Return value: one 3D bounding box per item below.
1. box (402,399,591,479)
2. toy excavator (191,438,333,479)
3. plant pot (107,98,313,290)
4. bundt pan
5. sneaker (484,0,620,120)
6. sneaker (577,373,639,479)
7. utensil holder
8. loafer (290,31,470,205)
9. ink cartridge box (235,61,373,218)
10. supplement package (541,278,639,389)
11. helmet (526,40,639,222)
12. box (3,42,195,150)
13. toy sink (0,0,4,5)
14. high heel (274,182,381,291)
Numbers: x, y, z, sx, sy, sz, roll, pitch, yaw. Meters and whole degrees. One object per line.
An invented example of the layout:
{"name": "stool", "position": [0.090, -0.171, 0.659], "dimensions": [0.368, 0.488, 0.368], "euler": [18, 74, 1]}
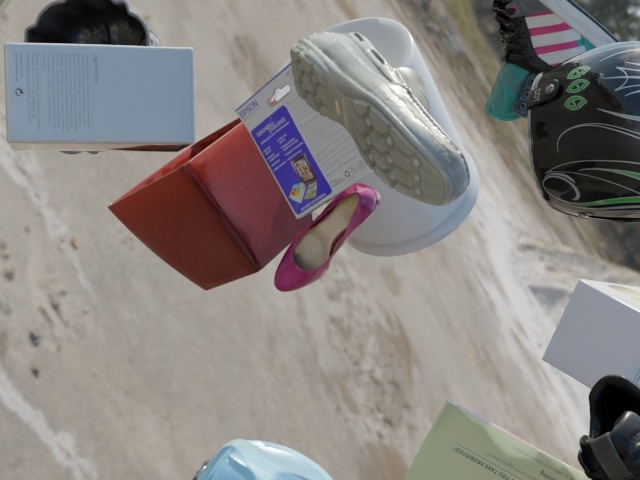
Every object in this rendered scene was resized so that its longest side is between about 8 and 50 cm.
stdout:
{"name": "box", "position": [0.186, 0.339, 1.089], "dimensions": [0.213, 0.243, 0.117], "euler": [24, -11, 36]}
{"name": "toy excavator", "position": [-0.089, 0.326, 1.009], "dimensions": [0.222, 0.445, 0.433], "euler": [28, 41, 9]}
{"name": "plant pot", "position": [-0.174, -0.064, 1.822], "dimensions": [0.267, 0.267, 0.236], "euler": [-44, 106, -41]}
{"name": "bundt pan", "position": [-0.449, -0.331, 2.009], "dimensions": [0.331, 0.331, 0.124], "euler": [61, 17, 10]}
{"name": "sneaker", "position": [0.265, -0.252, 1.322], "dimensions": [0.295, 0.178, 0.124], "euler": [36, 14, -12]}
{"name": "sneaker", "position": [0.291, 0.238, 0.900], "dimensions": [0.146, 0.102, 0.293], "euler": [48, 26, -25]}
{"name": "utensil holder", "position": [0.112, -0.207, 2.020], "dimensions": [0.385, 0.327, 0.328], "euler": [57, 12, -43]}
{"name": "loafer", "position": [0.078, -0.153, 1.119], "dimensions": [0.319, 0.111, 0.112], "euler": [51, -22, 40]}
{"name": "ink cartridge box", "position": [-0.015, -0.166, 1.542], "dimensions": [0.045, 0.206, 0.208], "euler": [-30, 89, -45]}
{"name": "supplement package", "position": [0.462, 0.150, 1.456], "dimensions": [0.244, 0.134, 0.139], "euler": [8, 19, -48]}
{"name": "helmet", "position": [0.280, -0.096, 0.884], "dimensions": [0.169, 0.161, 0.169], "euler": [5, 85, -61]}
{"name": "box", "position": [-0.213, -0.134, 0.956], "dimensions": [0.130, 0.170, 0.091], "euler": [-176, -95, -76]}
{"name": "toy sink", "position": [-0.653, -0.456, 1.804], "dimensions": [0.153, 0.234, 0.131], "euler": [39, 29, -18]}
{"name": "high heel", "position": [0.000, 0.000, 1.629], "dimensions": [0.082, 0.244, 0.117], "euler": [54, 15, 10]}
